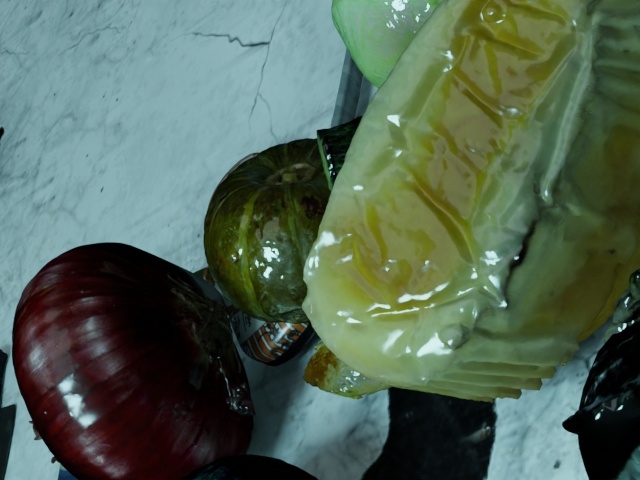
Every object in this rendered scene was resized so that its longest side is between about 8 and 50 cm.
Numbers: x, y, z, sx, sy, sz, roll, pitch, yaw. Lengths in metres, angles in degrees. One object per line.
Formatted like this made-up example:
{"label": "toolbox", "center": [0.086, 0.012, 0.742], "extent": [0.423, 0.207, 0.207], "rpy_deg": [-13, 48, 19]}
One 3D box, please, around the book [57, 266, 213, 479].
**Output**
{"label": "book", "center": [-0.208, 0.200, 2.000], "extent": [0.228, 0.018, 0.322], "rpy_deg": [-24, 49, 45]}

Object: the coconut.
{"label": "coconut", "center": [0.120, -0.238, 1.669], "extent": [0.236, 0.204, 0.236], "rpy_deg": [-23, 53, 34]}

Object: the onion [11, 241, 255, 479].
{"label": "onion", "center": [-0.202, 0.144, 1.792], "extent": [0.285, 0.273, 0.273], "rpy_deg": [-34, 42, 23]}

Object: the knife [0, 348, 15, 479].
{"label": "knife", "center": [-0.389, 0.229, 2.236], "extent": [0.060, 0.028, 0.230], "rpy_deg": [-23, 50, 29]}

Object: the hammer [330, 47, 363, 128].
{"label": "hammer", "center": [0.050, -0.226, 1.918], "extent": [0.152, 0.044, 0.427], "rpy_deg": [-17, 53, 50]}

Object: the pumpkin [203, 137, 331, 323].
{"label": "pumpkin", "center": [0.000, 0.000, 1.703], "extent": [0.219, 0.162, 0.219], "rpy_deg": [-11, 23, 5]}

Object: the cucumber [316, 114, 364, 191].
{"label": "cucumber", "center": [0.141, -0.103, 1.589], "extent": [0.293, 0.067, 0.067], "rpy_deg": [-16, 45, 5]}

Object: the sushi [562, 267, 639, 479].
{"label": "sushi", "center": [0.275, 0.088, 1.203], "extent": [0.238, 0.225, 0.219], "rpy_deg": [-24, 34, 34]}

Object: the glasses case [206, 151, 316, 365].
{"label": "glasses case", "center": [-0.056, 0.015, 1.868], "extent": [0.103, 0.067, 0.267], "rpy_deg": [-48, 35, 23]}

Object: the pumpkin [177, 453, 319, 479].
{"label": "pumpkin", "center": [-0.102, 0.287, 1.575], "extent": [0.248, 0.248, 0.248], "rpy_deg": [-34, 43, 38]}

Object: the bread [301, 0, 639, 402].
{"label": "bread", "center": [0.154, -0.049, 1.470], "extent": [0.236, 0.183, 0.389], "rpy_deg": [40, 105, 29]}

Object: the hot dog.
{"label": "hot dog", "center": [0.058, 0.097, 1.654], "extent": [0.169, 0.061, 0.078], "rpy_deg": [-35, 43, 39]}
